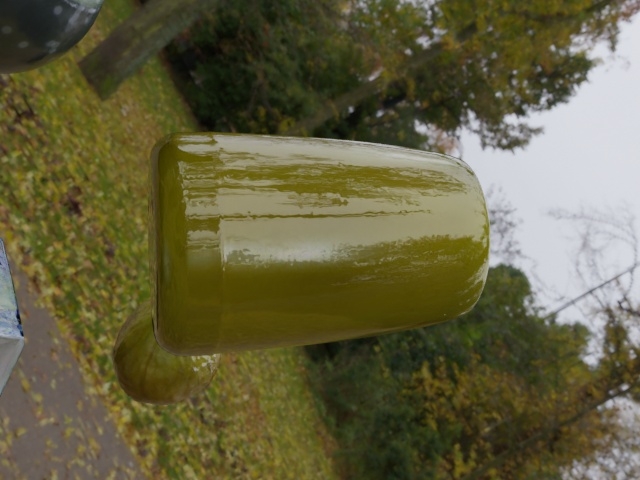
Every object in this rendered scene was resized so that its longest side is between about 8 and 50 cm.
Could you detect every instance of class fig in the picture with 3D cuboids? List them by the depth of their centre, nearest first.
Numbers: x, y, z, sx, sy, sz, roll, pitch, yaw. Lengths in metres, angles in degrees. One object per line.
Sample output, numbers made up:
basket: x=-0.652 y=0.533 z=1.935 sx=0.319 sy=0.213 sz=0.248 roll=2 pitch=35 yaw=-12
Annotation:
fig: x=-0.207 y=0.127 z=1.068 sx=0.159 sy=0.159 sz=0.257 roll=62 pitch=-34 yaw=27

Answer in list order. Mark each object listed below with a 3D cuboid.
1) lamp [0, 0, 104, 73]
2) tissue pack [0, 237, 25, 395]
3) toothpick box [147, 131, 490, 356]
lamp: x=-0.218 y=-0.274 z=0.597 sx=0.182 sy=0.314 sz=0.182 roll=41 pitch=11 yaw=-10
tissue pack: x=-0.235 y=0.050 z=0.460 sx=0.079 sy=0.085 sz=0.111 roll=18 pitch=22 yaw=-37
toothpick box: x=0.000 y=0.000 z=0.623 sx=0.175 sy=0.271 sz=0.175 roll=178 pitch=-90 yaw=-76
